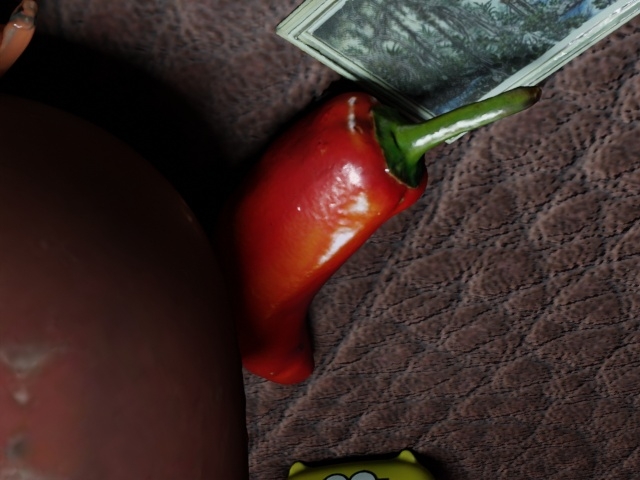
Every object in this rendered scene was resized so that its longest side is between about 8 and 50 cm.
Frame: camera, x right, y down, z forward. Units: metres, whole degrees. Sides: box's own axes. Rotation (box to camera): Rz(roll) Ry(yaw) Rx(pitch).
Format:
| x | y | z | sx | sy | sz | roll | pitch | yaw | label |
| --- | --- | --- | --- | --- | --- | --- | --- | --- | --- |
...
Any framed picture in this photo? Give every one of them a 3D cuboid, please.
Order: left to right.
| x | y | z | sx | sy | sz | roll | pitch | yaw | label |
| --- | --- | --- | --- | --- | --- | --- | --- | --- | --- |
| 0.087 | -0.126 | 0.543 | 0.142 | 0.011 | 0.183 | 27 | 135 | -33 | framed picture |

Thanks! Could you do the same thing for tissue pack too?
| x | y | z | sx | sy | sz | roll | pitch | yaw | label |
| --- | --- | --- | --- | --- | --- | --- | --- | --- | --- |
| 0.040 | 0.280 | 1.005 | 0.178 | 0.127 | 0.123 | -8 | 150 | 11 | tissue pack |

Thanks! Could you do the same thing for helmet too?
| x | y | z | sx | sy | sz | roll | pitch | yaw | label |
| --- | --- | --- | --- | --- | --- | --- | --- | --- | --- |
| -0.180 | 0.039 | 0.534 | 0.337 | 0.230 | 0.385 | 5 | -172 | -24 | helmet |

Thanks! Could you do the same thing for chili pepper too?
| x | y | z | sx | sy | sz | roll | pitch | yaw | label |
| --- | --- | --- | --- | --- | --- | --- | --- | --- | --- |
| -0.008 | 0.003 | 0.671 | 0.137 | 0.092 | 0.368 | -5 | 155 | -25 | chili pepper |

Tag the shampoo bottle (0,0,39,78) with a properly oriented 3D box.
| x | y | z | sx | sy | sz | roll | pitch | yaw | label |
| --- | --- | --- | --- | --- | --- | --- | --- | --- | --- |
| -0.254 | -0.136 | 0.464 | 0.244 | 0.085 | 0.085 | 23 | 138 | -31 | shampoo bottle |
